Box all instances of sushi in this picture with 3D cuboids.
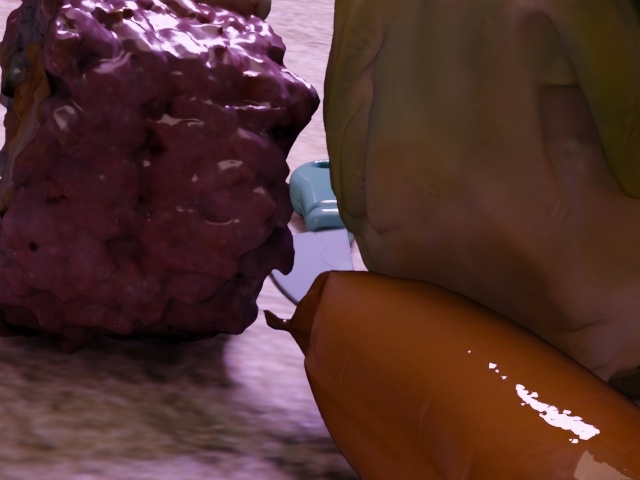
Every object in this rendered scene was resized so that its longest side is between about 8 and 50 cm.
[{"bbox_3d":[-0.097,-0.061,1.077,0.170,0.237,0.270,9,11,-11],"label":"sushi"}]

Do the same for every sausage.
[{"bbox_3d":[0.060,0.079,0.851,0.112,0.112,0.328,-3,18,-23],"label":"sausage"}]

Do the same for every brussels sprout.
[{"bbox_3d":[0.149,-0.084,1.005,0.344,0.344,0.268,-2,-23,-20],"label":"brussels sprout"}]

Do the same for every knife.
[{"bbox_3d":[-0.002,0.000,1.240,0.063,0.035,0.260,0,20,2],"label":"knife"}]
